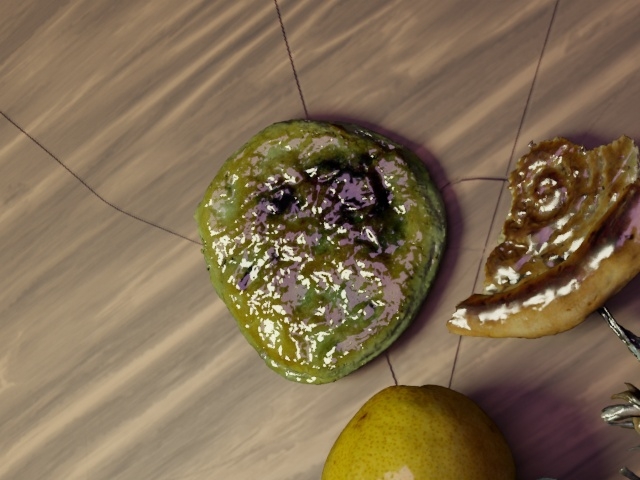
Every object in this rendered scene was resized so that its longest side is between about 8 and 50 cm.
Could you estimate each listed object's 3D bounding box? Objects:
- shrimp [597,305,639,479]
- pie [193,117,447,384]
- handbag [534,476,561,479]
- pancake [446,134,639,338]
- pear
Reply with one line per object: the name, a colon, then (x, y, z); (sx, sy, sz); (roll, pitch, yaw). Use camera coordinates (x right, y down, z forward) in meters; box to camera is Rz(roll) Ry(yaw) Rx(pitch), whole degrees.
shrimp: (0.362, 0.200, 0.997); (0.372, 0.172, 0.137); (43, 97, 24)
pie: (0.000, 0.000, 1.233); (0.323, 0.070, 0.323); (-3, 81, 20)
handbag: (0.290, 0.387, 0.952); (0.326, 0.118, 0.269); (25, 116, 14)
pancake: (0.256, 0.005, 1.093); (0.212, 0.056, 0.257); (18, 89, 48)
pear: (0.102, 0.248, 1.081); (0.209, 0.209, 0.208); (-3, 81, 22)
